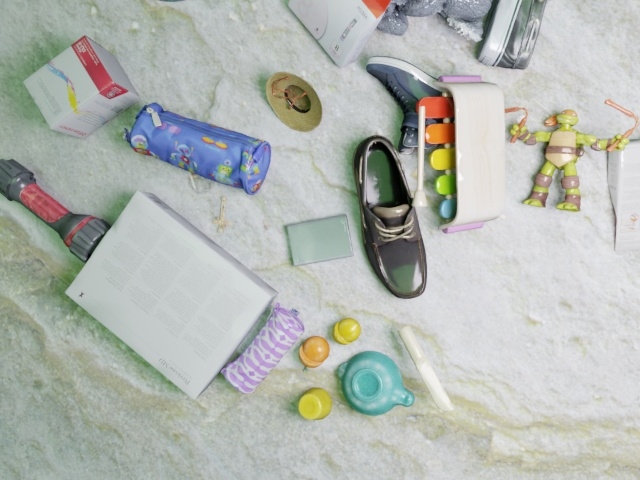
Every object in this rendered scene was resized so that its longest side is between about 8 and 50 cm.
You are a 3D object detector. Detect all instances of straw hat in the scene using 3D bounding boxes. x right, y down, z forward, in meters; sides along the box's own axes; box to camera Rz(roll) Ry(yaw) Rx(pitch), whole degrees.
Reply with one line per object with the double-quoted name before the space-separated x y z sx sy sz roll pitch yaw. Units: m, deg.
"straw hat" -0.043 -0.314 1.108 0.144 0.145 0.061 33 52 5

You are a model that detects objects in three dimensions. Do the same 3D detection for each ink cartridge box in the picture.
"ink cartridge box" 0.691 -0.098 1.046 0.180 0.056 0.225 -5 109 6
"ink cartridge box" -0.526 -0.332 1.132 0.176 0.128 0.127 -33 87 6
"ink cartridge box" 0.041 -0.493 1.022 0.066 0.232 0.189 -37 86 -25

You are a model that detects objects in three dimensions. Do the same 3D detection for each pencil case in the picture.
"pencil case" -0.260 -0.204 1.104 0.305 0.133 0.120 21 64 5
"pencil case" -0.123 0.237 1.115 0.088 0.086 0.206 38 95 -3

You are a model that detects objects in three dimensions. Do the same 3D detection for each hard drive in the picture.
"hard drive" 0.000 0.000 1.130 0.135 0.022 0.094 -10 90 6

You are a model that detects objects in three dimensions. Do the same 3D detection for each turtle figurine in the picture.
"turtle figurine" 0.477 -0.175 1.042 0.269 0.087 0.218 12 96 27

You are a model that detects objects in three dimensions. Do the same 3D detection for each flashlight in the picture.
"flashlight" -0.611 -0.074 1.159 0.304 0.103 0.103 38 96 4

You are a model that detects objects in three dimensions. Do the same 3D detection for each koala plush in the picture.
"koala plush" 0.247 -0.503 1.023 0.221 0.203 0.197 20 94 -6

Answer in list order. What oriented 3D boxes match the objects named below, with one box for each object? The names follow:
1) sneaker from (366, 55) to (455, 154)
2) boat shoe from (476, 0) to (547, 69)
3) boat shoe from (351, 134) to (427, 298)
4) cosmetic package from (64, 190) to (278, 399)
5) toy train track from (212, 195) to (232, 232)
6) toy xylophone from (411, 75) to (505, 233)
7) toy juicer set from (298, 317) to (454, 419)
"sneaker" 0.172 -0.277 1.074 0.226 0.086 0.164 28 91 4
"boat shoe" 0.425 -0.513 1.039 0.119 0.121 0.336 17 103 -3
"boat shoe" 0.137 -0.046 1.059 0.132 0.130 0.356 -17 89 7
"cosmetic package" -0.328 0.116 1.133 0.377 0.097 0.285 38 93 5
"toy train track" -0.223 -0.059 1.159 0.048 0.014 0.084 6 91 6
"toy xylophone" 0.270 -0.171 1.010 0.236 0.081 0.323 0 97 -23
"toy juicer set" 0.105 0.269 1.097 0.328 0.089 0.210 -10 77 15
